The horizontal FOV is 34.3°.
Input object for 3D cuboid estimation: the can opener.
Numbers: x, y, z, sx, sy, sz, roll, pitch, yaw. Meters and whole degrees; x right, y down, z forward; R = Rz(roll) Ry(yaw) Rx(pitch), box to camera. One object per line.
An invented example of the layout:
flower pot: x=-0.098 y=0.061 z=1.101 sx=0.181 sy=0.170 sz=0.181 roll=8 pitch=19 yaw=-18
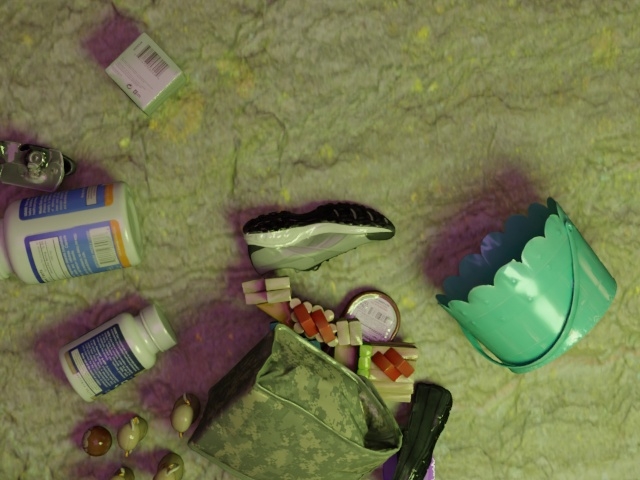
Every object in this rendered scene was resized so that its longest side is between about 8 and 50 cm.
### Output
can opener: x=-0.577 y=-0.145 z=1.847 sx=0.283 sy=0.095 sz=0.076 roll=11 pitch=95 yaw=10

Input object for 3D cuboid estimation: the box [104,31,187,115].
box: x=-0.309 y=-0.293 z=1.841 sx=0.102 sy=0.087 sz=0.101 roll=-44 pitch=91 yaw=-1

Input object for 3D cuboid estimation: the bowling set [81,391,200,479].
bowling set: x=-0.328 y=0.392 z=1.800 sx=0.199 sy=0.154 sz=0.287 roll=9 pitch=89 yaw=-2

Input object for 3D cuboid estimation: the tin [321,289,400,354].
tin: x=0.071 y=0.179 z=1.876 sx=0.106 sy=0.040 sz=0.190 roll=29 pitch=89 yaw=3

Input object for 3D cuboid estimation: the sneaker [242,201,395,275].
sneaker: x=0.000 y=0.000 z=1.856 sx=0.271 sy=0.100 sz=0.108 roll=-7 pitch=114 yaw=-5

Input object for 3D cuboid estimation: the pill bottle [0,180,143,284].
pill bottle: x=-0.456 y=-0.007 z=1.802 sx=0.271 sy=0.152 sz=0.152 roll=-10 pitch=90 yaw=-1

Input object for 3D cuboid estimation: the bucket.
bucket: x=0.354 y=0.083 z=1.776 sx=0.281 sy=0.281 sz=0.183 roll=-44 pitch=95 yaw=-2

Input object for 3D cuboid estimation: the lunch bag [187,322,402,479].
lunch bag: x=-0.032 y=0.312 z=1.743 sx=0.287 sy=0.169 sz=0.235 roll=35 pitch=129 yaw=-11

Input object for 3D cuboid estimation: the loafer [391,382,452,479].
loafer: x=0.164 y=0.357 z=1.841 sx=0.078 sy=0.076 sz=0.223 roll=16 pitch=66 yaw=22

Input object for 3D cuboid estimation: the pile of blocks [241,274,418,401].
pile of blocks: x=0.011 y=0.181 z=1.801 sx=0.362 sy=0.112 sz=0.149 roll=29 pitch=89 yaw=-1

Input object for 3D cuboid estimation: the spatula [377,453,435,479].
spatula: x=0.058 y=0.401 z=1.875 sx=0.296 sy=0.030 sz=0.084 roll=4 pitch=85 yaw=-1

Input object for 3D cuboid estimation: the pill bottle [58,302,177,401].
pill bottle: x=-0.352 y=0.192 z=1.823 sx=0.186 sy=0.112 sz=0.112 roll=-30 pitch=90 yaw=-1
